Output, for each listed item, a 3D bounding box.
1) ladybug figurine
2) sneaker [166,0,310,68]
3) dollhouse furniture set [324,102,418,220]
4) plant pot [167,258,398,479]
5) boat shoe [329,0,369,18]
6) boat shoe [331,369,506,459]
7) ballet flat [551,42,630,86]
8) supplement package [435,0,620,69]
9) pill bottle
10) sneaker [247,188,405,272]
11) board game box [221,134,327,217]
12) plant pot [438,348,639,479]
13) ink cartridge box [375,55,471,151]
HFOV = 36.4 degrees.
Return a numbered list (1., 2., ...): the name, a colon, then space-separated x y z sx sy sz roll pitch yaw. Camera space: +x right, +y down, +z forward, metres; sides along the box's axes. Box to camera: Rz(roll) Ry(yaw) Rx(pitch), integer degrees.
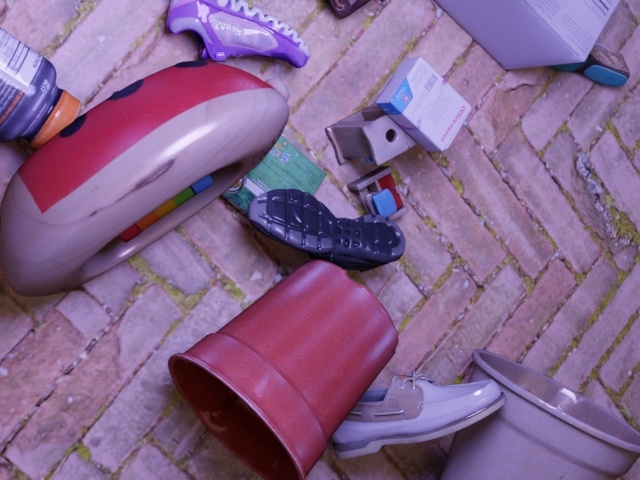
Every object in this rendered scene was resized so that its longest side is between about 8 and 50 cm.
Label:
1. ladybug figurine: -0.243 -0.099 1.302 0.449 0.305 0.162 -35 85 -9
2. sneaker: -0.129 -0.305 1.444 0.236 0.095 0.104 25 91 -23
3. dollhouse furniture set: 0.120 -0.124 1.568 0.129 0.129 0.183 -30 108 -22
4. plant pot: -0.039 0.185 1.461 0.265 0.272 0.272 -44 113 -25
5. boat shoe: -0.038 -0.459 1.445 0.123 0.123 0.342 -35 133 20
6. boat shoe: 0.142 0.264 1.558 0.302 0.113 0.103 -20 88 20
7. ballet flat: 0.478 -0.338 1.777 0.206 0.073 0.067 16 61 -31
8. supplement package: 0.317 -0.420 1.593 0.262 0.204 0.145 38 77 -26
9. pill bottle: -0.437 -0.214 1.265 0.246 0.130 0.130 35 80 -26
10. sneaker: 0.000 0.000 1.514 0.267 0.106 0.101 17 57 -26
11. board game box: -0.121 -0.127 1.500 0.260 0.030 0.136 40 75 -25
12. plant pot: 0.341 0.399 1.665 0.334 0.334 0.305 24 96 -28
13. ink cartridge box: 0.157 -0.205 1.476 0.122 0.052 0.088 39 76 -23
